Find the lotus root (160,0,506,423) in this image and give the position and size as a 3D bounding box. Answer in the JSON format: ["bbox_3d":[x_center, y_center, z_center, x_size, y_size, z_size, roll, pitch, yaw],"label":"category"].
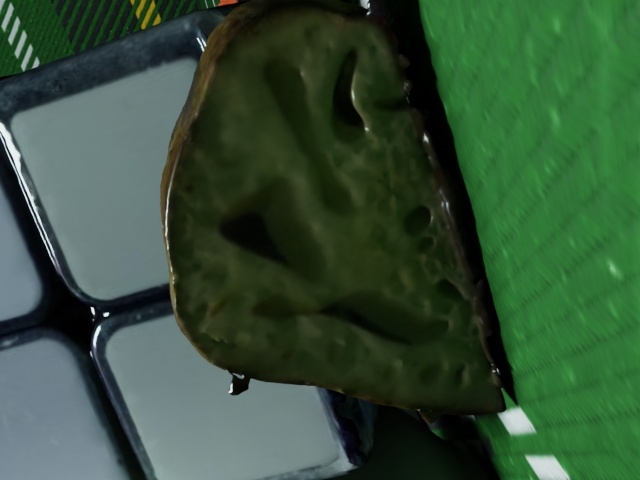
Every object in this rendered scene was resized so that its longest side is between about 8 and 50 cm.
[{"bbox_3d":[0.000,0.000,0.476,0.074,0.170,0.261,-128,22,-64],"label":"lotus root"}]

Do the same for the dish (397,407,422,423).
[{"bbox_3d":[0.066,0.254,1.068,0.303,0.120,0.303,159,90,-86],"label":"dish"}]

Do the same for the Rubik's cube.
[{"bbox_3d":[-0.136,0.007,0.701,0.318,0.313,0.316,-65,-42,-73],"label":"Rubik's cube"}]

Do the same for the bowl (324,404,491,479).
[{"bbox_3d":[0.079,0.251,0.744,0.289,0.146,0.289,160,90,-84],"label":"bowl"}]

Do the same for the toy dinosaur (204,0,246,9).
[{"bbox_3d":[-0.090,-0.250,1.037,0.286,0.070,0.139,-105,22,-44],"label":"toy dinosaur"}]
